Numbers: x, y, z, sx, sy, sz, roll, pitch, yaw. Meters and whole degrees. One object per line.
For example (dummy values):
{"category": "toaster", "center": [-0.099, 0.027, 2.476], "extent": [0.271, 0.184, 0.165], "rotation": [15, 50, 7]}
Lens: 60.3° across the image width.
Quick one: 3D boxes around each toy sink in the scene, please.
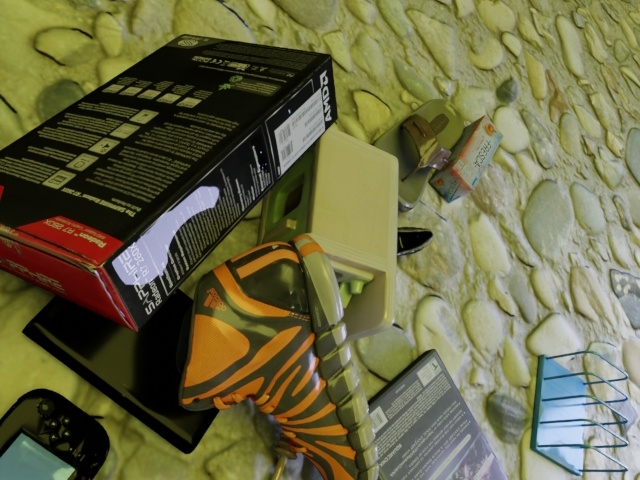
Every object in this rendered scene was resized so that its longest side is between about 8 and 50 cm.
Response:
{"category": "toy sink", "center": [0.000, 0.000, 0.705], "extent": [0.131, 0.153, 0.234], "rotation": [19, 63, -27]}

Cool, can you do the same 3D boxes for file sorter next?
{"category": "file sorter", "center": [0.439, 0.285, 0.918], "extent": [0.118, 0.104, 0.170], "rotation": [33, 55, -20]}

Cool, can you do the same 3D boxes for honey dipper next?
{"category": "honey dipper", "center": [-0.056, 0.288, 0.627], "extent": [0.030, 0.030, 0.160], "rotation": [33, 58, -19]}

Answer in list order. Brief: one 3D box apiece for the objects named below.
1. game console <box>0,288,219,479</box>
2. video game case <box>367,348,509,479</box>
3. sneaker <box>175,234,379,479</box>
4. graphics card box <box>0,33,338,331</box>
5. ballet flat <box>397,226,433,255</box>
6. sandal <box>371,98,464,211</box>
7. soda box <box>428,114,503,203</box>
{"category": "game console", "center": [-0.235, 0.190, 0.535], "extent": [0.213, 0.044, 0.361], "rotation": [42, 54, -13]}
{"category": "video game case", "center": [0.166, 0.319, 0.768], "extent": [0.196, 0.026, 0.274], "rotation": [-28, 89, -39]}
{"category": "sneaker", "center": [-0.054, 0.163, 0.587], "extent": [0.180, 0.124, 0.321], "rotation": [-19, 104, -15]}
{"category": "graphics card box", "center": [-0.168, -0.095, 0.586], "extent": [0.371, 0.233, 0.094], "rotation": [-54, 148, -36]}
{"category": "ballet flat", "center": [0.100, 0.002, 0.836], "extent": [0.173, 0.049, 0.057], "rotation": [-14, 79, -37]}
{"category": "sandal", "center": [0.175, -0.168, 0.933], "extent": [0.120, 0.086, 0.303], "rotation": [46, 53, -10]}
{"category": "soda box", "center": [0.268, -0.150, 1.005], "extent": [0.058, 0.063, 0.183], "rotation": [46, 53, -11]}
